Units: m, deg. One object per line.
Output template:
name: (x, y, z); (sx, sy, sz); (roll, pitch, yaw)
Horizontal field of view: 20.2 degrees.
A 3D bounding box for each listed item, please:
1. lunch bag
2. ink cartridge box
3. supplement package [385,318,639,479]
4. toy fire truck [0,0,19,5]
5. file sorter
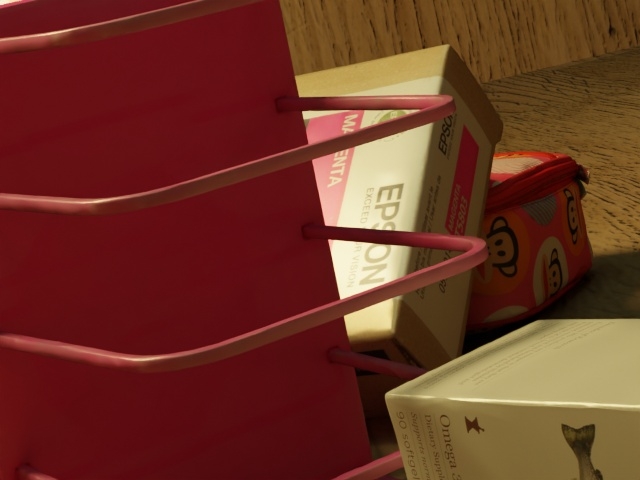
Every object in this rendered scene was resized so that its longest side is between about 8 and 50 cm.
lunch bag: (0.054, 0.007, 1.351); (0.293, 0.120, 0.258); (-7, 7, 27)
ink cartridge box: (0.000, 0.000, 1.146); (0.193, 0.088, 0.235); (-10, 48, 28)
supplement package: (0.130, 0.094, 0.707); (0.105, 0.105, 0.179); (-20, 11, -40)
toy fire truck: (-0.194, -0.007, 1.066); (0.254, 0.169, 0.302); (-41, 49, -10)
file sorter: (-0.040, 0.024, 0.811); (0.202, 0.291, 0.182); (-19, 14, -31)
